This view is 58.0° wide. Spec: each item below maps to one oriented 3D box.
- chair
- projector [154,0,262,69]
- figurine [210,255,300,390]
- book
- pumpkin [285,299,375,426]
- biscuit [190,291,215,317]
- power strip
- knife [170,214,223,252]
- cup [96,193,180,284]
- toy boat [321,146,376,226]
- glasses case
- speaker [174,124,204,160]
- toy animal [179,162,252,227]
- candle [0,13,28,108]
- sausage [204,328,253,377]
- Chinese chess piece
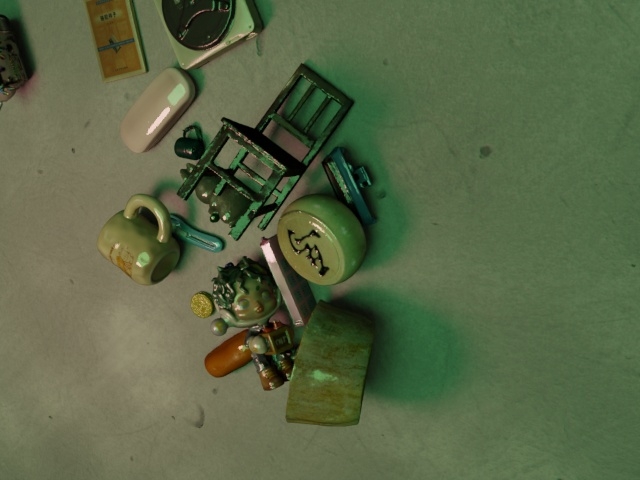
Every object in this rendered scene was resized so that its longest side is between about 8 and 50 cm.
[{"bbox_3d":[-0.124,-0.229,1.413,0.203,0.240,0.416,38,103,9],"label":"chair"},{"bbox_3d":[-0.311,-0.618,1.514,0.257,0.079,0.259,-19,96,27],"label":"projector"},{"bbox_3d":[-0.180,0.229,1.635,0.186,0.261,0.382,-29,83,50],"label":"figurine"},{"bbox_3d":[-0.597,-0.595,1.677,0.170,0.018,0.241,-5,104,24],"label":"book"},{"bbox_3d":[0.039,0.344,1.537,0.199,0.332,0.332,18,112,6],"label":"pumpkin"},{"bbox_3d":[-0.372,0.203,1.818,0.084,0.023,0.084,7,108,21],"label":"biscuit"},{"bbox_3d":[-0.085,0.107,1.621,0.037,0.109,0.279,-19,97,28],"label":"power strip"},{"bbox_3d":[-0.393,-0.019,1.756,0.222,0.031,0.064,24,115,15],"label":"knife"},{"bbox_3d":[-0.526,-0.009,1.752,0.202,0.173,0.255,34,96,12],"label":"cup"},{"bbox_3d":[0.086,-0.139,1.493,0.097,0.100,0.223,-28,101,-8],"label":"toy boat"},{"bbox_3d":[-0.472,-0.371,1.659,0.297,0.075,0.113,-39,87,27],"label":"glasses case"},{"bbox_3d":[-0.373,-0.280,1.664,0.075,0.060,0.094,14,75,19],"label":"speaker"},{"bbox_3d":[-0.289,-0.131,1.651,0.138,0.108,0.236,-42,71,-1],"label":"toy animal"},{"bbox_3d":[-1.013,-0.525,1.780,0.187,0.187,0.330,-6,104,24],"label":"candle"},{"bbox_3d":[-0.268,0.352,1.784,0.238,0.098,0.098,-35,90,28],"label":"sausage"},{"bbox_3d":[0.000,0.000,1.515,0.250,0.101,0.250,24,134,27],"label":"Chinese chess piece"}]
